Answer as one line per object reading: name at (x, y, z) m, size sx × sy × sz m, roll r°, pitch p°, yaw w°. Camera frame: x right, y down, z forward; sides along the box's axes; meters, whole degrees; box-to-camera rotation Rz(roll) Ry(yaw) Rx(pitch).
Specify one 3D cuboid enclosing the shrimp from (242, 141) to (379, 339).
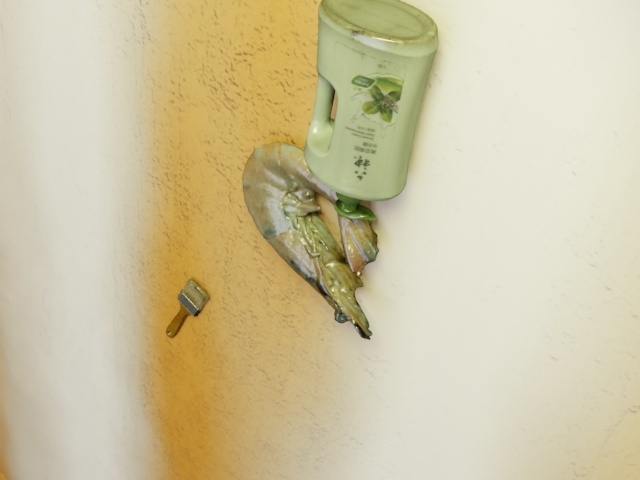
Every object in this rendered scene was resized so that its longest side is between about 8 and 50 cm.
shrimp at (0.008, -0.011, 0.970) m, size 0.254 × 0.059 × 0.145 m, roll 49°, pitch 130°, yaw 8°

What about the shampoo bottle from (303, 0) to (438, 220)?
shampoo bottle at (0.042, -0.118, 0.833) m, size 0.118 × 0.087 × 0.234 m, roll 26°, pitch 134°, yaw 20°

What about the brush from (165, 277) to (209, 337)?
brush at (-0.211, 0.111, 1.285) m, size 0.043 × 0.014 × 0.170 m, roll 47°, pitch 140°, yaw 6°
